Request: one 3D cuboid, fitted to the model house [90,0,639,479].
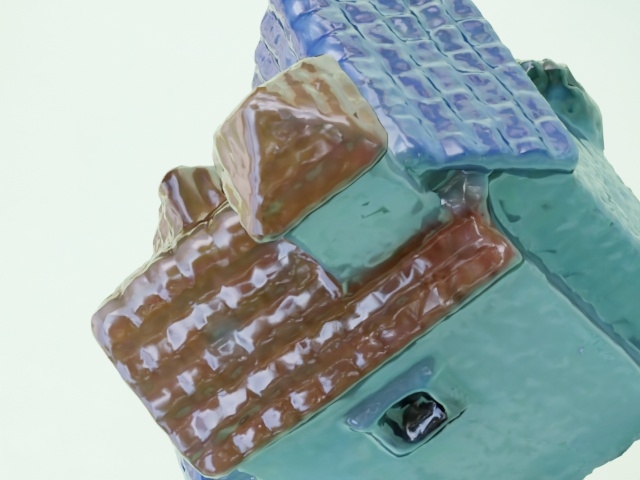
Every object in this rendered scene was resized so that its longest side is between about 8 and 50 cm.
[{"bbox_3d":[0.000,0.000,0.913,0.295,0.329,0.252,-38,50,14],"label":"model house"}]
